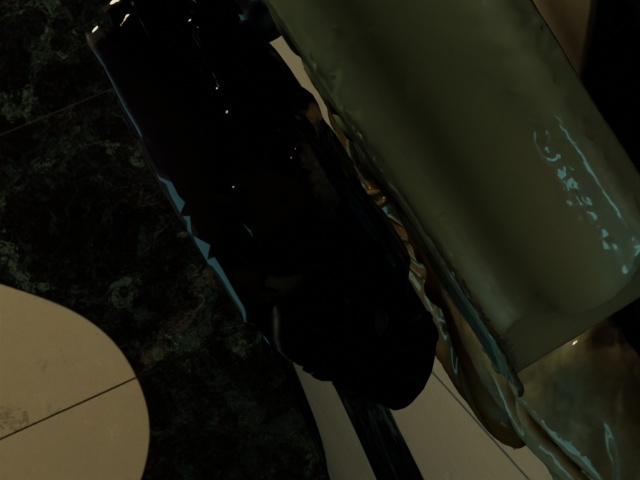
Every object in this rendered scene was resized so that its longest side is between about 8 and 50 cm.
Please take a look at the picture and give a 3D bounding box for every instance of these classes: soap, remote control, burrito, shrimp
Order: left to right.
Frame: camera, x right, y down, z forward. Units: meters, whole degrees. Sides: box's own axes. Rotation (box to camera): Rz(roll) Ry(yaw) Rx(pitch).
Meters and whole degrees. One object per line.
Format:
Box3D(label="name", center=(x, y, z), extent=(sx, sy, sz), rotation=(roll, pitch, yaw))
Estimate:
Box3D(label="remote control", center=(0.000, 0.000, 0.547), extent=(0.145, 0.062, 0.399), rotation=(59, -177, 13))
Box3D(label="soap", center=(0.035, -0.076, 0.470), extent=(0.261, 0.094, 0.150), rotation=(59, -172, -1))
Box3D(label="shrimp", center=(0.063, -0.004, 0.756), extent=(0.287, 0.063, 0.152), rotation=(64, -177, 12))
Box3D(label="burrito", center=(0.149, 0.122, 0.558), extent=(0.392, 0.076, 0.117), rotation=(62, -178, 31))

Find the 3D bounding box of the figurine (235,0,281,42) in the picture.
Box3D(label="figurine", center=(-0.075, -0.273, 0.701), extent=(0.332, 0.204, 0.185), rotation=(29, -156, -51))
